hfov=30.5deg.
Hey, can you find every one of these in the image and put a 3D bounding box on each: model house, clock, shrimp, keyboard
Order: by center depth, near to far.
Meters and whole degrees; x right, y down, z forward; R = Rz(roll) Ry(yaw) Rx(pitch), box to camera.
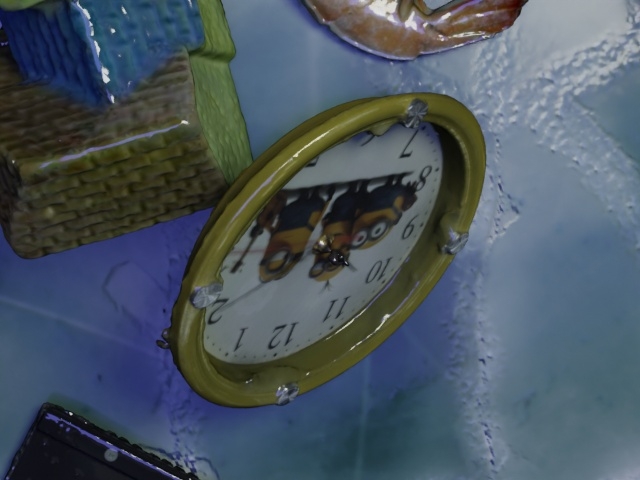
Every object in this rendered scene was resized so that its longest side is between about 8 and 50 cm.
[{"bbox_3d":[-0.148,-0.104,0.685,0.195,0.189,0.214,-13,98,-2],"label":"model house"},{"bbox_3d":[0.000,0.000,0.709,0.237,0.237,0.057,-50,59,4],"label":"clock"},{"bbox_3d":[0.100,-0.200,0.751,0.251,0.052,0.143,-12,108,8],"label":"shrimp"},{"bbox_3d":[-0.101,0.190,0.805,0.231,0.023,0.072,28,103,-4],"label":"keyboard"}]
